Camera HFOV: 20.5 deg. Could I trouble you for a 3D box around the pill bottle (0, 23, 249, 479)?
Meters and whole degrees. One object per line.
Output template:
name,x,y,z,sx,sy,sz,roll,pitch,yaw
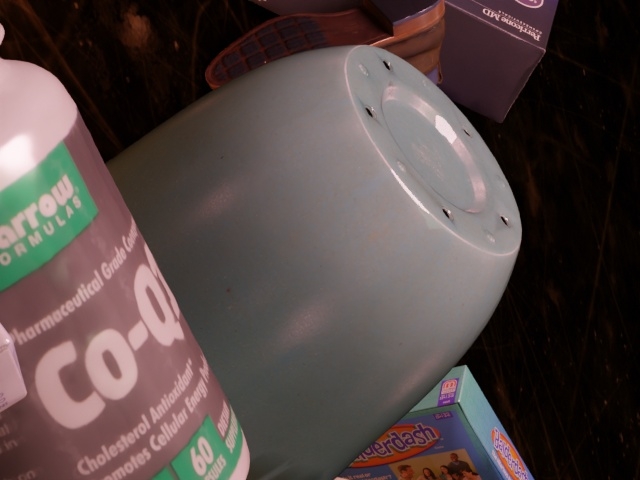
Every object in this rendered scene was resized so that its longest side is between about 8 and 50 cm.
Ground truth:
pill bottle,-0.201,0.025,1.010,0.361,0.204,0.204,64,29,-22

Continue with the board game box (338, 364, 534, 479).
board game box,0.095,0.208,1.544,0.210,0.160,0.047,58,32,-33

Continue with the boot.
boot,0.012,-0.145,1.540,0.106,0.219,0.082,77,-10,-45

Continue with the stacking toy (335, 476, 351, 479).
stacking toy,-0.024,0.346,1.310,0.141,0.141,0.330,45,47,-46

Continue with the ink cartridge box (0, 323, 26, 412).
ink cartridge box,-0.290,-0.005,0.787,0.311,0.186,0.065,51,-18,21

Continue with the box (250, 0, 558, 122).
box,0.087,-0.248,1.650,0.261,0.103,0.184,25,44,-4

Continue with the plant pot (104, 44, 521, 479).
plant pot,0.000,0.000,1.272,0.293,0.235,0.293,39,27,-25
